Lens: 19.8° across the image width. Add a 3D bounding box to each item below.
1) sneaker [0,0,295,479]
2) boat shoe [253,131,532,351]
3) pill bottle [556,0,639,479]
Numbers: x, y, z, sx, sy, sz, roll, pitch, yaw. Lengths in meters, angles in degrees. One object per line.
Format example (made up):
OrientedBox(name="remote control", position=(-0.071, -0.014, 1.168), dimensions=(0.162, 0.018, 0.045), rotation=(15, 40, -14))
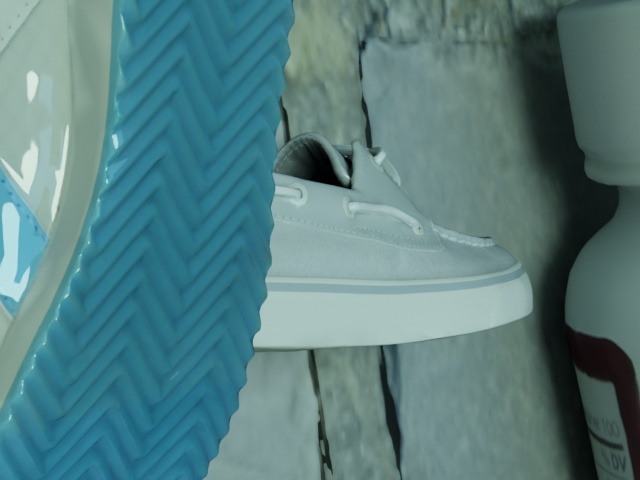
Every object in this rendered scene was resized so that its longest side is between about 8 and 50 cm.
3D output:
OrientedBox(name="sneaker", position=(-0.068, -0.014, 0.408), dimensions=(0.087, 0.092, 0.229), rotation=(1, 102, -59))
OrientedBox(name="boat shoe", position=(0.000, 0.000, 0.531), dimensions=(0.184, 0.066, 0.063), rotation=(-1, 85, -47))
OrientedBox(name="pill bottle", position=(0.218, 0.085, 0.692), dimensions=(0.224, 0.224, 0.392), rotation=(-25, 105, -56))
